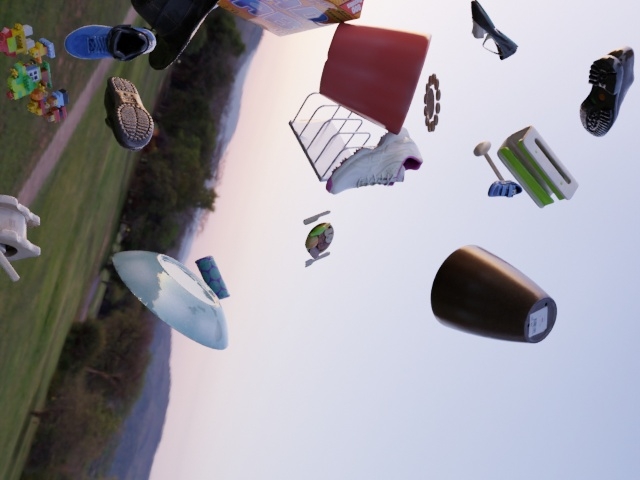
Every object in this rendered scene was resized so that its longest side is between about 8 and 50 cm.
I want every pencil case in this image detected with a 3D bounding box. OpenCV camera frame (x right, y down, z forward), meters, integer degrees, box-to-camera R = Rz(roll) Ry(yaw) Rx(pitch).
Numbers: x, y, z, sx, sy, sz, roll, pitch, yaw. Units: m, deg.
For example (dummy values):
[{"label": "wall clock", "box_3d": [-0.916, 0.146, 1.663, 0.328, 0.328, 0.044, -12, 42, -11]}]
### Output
[{"label": "pencil case", "box_3d": [-0.347, 0.123, 1.782, 0.070, 0.064, 0.152, -28, -95, 62]}]

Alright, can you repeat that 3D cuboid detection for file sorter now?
[{"label": "file sorter", "box_3d": [0.051, -0.375, 1.974, 0.173, 0.192, 0.278, -52, -122, 45]}]

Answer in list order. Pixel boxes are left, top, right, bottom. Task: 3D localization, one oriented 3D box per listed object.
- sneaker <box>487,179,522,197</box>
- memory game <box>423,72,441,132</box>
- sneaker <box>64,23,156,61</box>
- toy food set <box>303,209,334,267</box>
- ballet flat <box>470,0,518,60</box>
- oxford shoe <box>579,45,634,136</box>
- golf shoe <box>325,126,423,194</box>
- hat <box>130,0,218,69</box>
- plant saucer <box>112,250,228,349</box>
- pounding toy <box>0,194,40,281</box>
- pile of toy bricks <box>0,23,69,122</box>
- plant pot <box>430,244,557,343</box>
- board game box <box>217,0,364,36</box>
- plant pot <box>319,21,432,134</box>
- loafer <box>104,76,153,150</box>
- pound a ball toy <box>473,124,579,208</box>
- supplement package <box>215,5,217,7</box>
[{"label": "sneaker", "box_3d": [0.619, -0.171, 1.859, 0.059, 0.144, 0.053, 39, -47, 44]}, {"label": "memory game", "box_3d": [0.351, -0.432, 1.746, 0.186, 0.012, 0.186, 179, -90, -86]}, {"label": "sneaker", "box_3d": [-0.360, -0.334, 0.936, 0.084, 0.152, 0.058, -114, -157, -68]}, {"label": "toy food set", "box_3d": [0.000, 0.000, 1.870, 0.038, 0.132, 0.192, 34, -42, 41]}, {"label": "ballet flat", "box_3d": [0.651, -0.801, 2.145, 0.096, 0.280, 0.095, -44, -156, 23]}, {"label": "oxford shoe", "box_3d": [0.608, -0.304, 1.156, 0.096, 0.083, 0.227, -38, 151, -10]}, {"label": "golf shoe", "box_3d": [0.158, -0.201, 1.562, 0.306, 0.140, 0.115, -33, 165, -15]}, {"label": "hat", "box_3d": [-0.330, -0.543, 1.208, 0.331, 0.134, 0.331, -31, -135, 36]}, {"label": "plant saucer", "box_3d": [-0.187, 0.068, 0.745, 0.037, 0.195, 0.195, -48, -164, 1]}, {"label": "pounding toy", "box_3d": [-0.614, 0.007, 0.991, 0.269, 0.154, 0.155, 116, -32, -74]}, {"label": "pile of toy bricks", "box_3d": [-0.630, -0.340, 1.195, 0.105, 0.118, 0.212, -45, 159, -42]}, {"label": "plant pot", "box_3d": [0.410, 0.143, 1.273, 0.230, 0.215, 0.215, 27, -79, 55]}, {"label": "board game box", "box_3d": [-0.102, -0.790, 1.432, 0.356, 0.356, 0.357, 13, -90, 49]}, {"label": "plant pot", "box_3d": [0.138, -0.450, 1.481, 0.275, 0.243, 0.275, 19, 90, -88]}, {"label": "loafer", "box_3d": [-0.688, -0.428, 1.964, 0.130, 0.133, 0.366, -54, -136, 32]}, {"label": "pound a ball toy", "box_3d": [0.723, -0.268, 1.952, 0.136, 0.319, 0.208, -49, -168, -28]}, {"label": "supplement package", "box_3d": [-0.416, -0.733, 1.630, 0.244, 0.139, 0.134, -33, 172, -6]}]
